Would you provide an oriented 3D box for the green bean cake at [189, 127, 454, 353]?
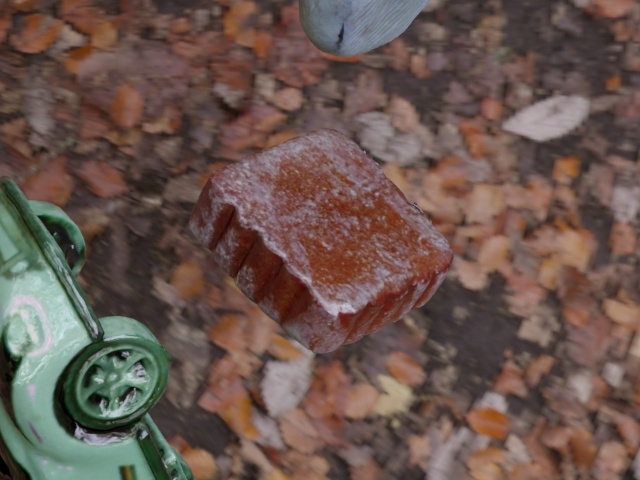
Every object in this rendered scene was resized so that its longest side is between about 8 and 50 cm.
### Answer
[{"bbox_3d":[0.000,0.000,1.168,0.135,0.056,0.136,-25,65,-43],"label":"green bean cake"}]

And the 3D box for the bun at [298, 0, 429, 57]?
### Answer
[{"bbox_3d":[0.036,-0.211,1.456,0.141,0.141,0.083,-40,76,-10],"label":"bun"}]

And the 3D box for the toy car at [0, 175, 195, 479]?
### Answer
[{"bbox_3d":[-0.124,0.114,0.917,0.125,0.136,0.306,-30,130,-10],"label":"toy car"}]
